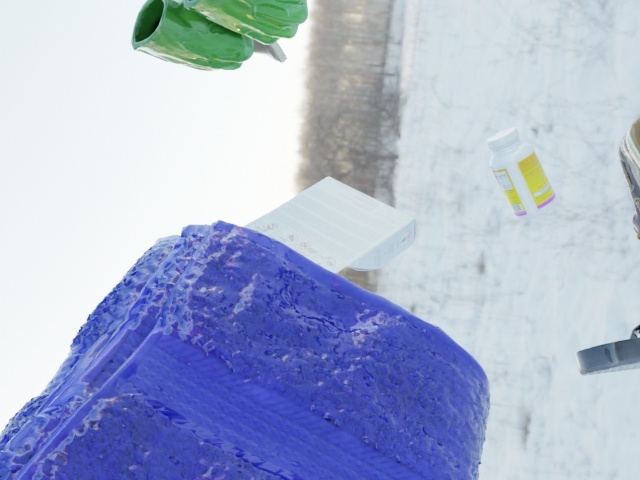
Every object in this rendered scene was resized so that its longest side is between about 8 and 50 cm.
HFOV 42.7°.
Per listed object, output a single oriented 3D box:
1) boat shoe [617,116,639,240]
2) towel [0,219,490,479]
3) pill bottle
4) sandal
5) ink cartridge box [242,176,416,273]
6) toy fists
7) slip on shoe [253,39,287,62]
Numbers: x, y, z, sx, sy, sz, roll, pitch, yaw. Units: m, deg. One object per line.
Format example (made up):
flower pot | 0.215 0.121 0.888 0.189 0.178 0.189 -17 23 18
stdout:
boat shoe | 0.607 -0.045 1.417 0.123 0.123 0.342 114 138 -66
towel | -0.039 0.115 0.376 0.308 0.228 0.076 -61 -6 -52
pill bottle | 0.189 -0.064 0.777 0.083 0.043 0.043 62 -168 -12
sandal | 0.380 0.106 0.899 0.097 0.255 0.054 -29 66 47
ink cartridge box | 0.000 0.000 1.236 0.232 0.189 0.066 -36 -42 -30
toy fists | -0.123 -0.292 1.049 0.279 0.142 0.096 -15 65 51
slip on shoe | -0.100 -0.298 1.233 0.041 0.135 0.051 -43 -33 -4
